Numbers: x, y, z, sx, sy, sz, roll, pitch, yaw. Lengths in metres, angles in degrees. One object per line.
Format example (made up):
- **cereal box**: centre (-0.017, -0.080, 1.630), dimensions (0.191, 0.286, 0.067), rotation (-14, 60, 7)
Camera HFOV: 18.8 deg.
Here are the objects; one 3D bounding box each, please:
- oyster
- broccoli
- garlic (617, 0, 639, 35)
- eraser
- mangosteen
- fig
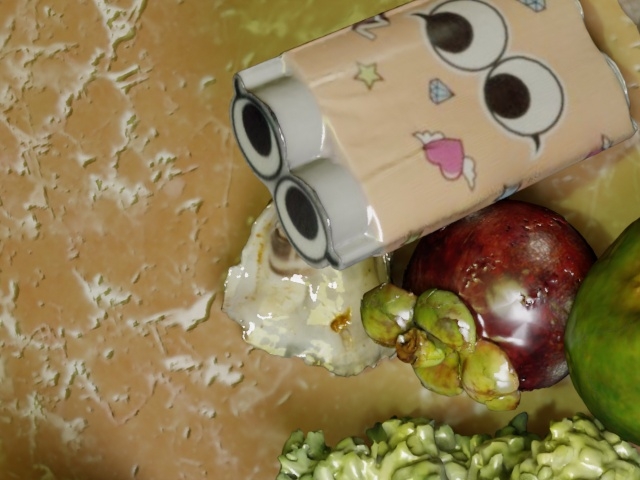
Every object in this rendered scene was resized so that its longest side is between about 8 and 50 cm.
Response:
- **oyster**: centre (0.015, -0.004, 1.605), dimensions (0.161, 0.107, 0.233), rotation (16, 113, 11)
- **broccoli**: centre (0.112, 0.279, 1.455), dimensions (0.348, 0.281, 0.293), rotation (-6, 85, 43)
- **garlic**: centre (0.376, -0.204, 1.436), dimensions (0.322, 0.241, 0.322), rotation (0, 85, -5)
- **eraser**: centre (0.088, -0.097, 1.496), dimensions (0.290, 0.087, 0.171), rotation (-24, 79, -25)
- **mangosteen**: centre (0.130, 0.054, 1.515), dimensions (0.180, 0.166, 0.166), rotation (-35, 78, -28)
- **fig**: centre (0.319, 0.099, 1.437), dimensions (0.206, 0.206, 0.275), rotation (-40, 123, 12)
